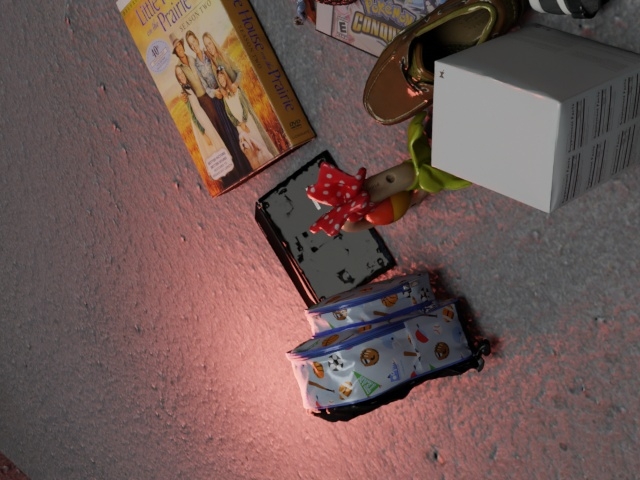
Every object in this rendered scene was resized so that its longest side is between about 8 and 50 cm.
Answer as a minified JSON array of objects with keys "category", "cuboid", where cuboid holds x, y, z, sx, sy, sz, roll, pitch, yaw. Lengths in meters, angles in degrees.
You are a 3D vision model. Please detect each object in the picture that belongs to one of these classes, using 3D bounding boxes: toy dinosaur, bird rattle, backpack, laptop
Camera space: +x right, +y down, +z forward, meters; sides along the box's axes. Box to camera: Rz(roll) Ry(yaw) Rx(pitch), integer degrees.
[{"category":"toy dinosaur","cuboid":[-0.028,-0.391,1.808,0.090,0.047,0.082,16,120,5]},{"category":"bird rattle","cuboid":[0.095,-0.063,1.683,0.143,0.254,0.207,53,166,15]},{"category":"backpack","cuboid":[0.084,0.175,1.804,0.276,0.263,0.213,-30,87,55]},{"category":"laptop","cuboid":[0.000,0.000,2.013,0.264,0.137,0.234,-35,83,28]}]

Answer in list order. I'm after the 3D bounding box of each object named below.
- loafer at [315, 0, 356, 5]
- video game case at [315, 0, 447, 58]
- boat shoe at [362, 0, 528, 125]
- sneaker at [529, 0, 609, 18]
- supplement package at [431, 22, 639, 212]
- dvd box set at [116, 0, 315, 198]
[{"category":"loafer","cuboid":[0.047,-0.394,1.621,0.223,0.076,0.078,-6,70,58]},{"category":"video game case","cuboid":[0.099,-0.384,1.642,0.275,0.035,0.248,31,133,36]},{"category":"boat shoe","cuboid":[0.147,-0.254,1.548,0.111,0.104,0.307,45,132,-2]},{"category":"sneaker","cuboid":[0.314,-0.375,1.359,0.121,0.079,0.216,20,134,39]},{"category":"supplement package","cuboid":[0.278,-0.160,1.416,0.194,0.203,0.149,27,130,40]},{"category":"dvd box set","cuboid":[-0.198,-0.313,2.024,0.308,0.062,0.420,-25,91,53]}]
